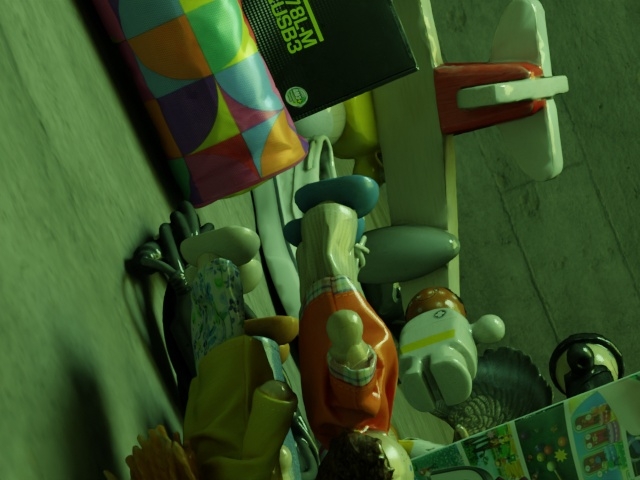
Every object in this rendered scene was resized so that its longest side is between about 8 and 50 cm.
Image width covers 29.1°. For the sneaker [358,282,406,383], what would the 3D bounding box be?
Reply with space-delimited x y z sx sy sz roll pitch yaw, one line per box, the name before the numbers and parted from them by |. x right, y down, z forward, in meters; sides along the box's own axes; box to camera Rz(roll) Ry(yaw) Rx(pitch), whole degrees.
sneaker | 0.114 0.073 1.613 0.283 0.124 0.107 59 10 -51

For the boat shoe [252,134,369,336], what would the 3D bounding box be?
boat shoe | 0.000 0.000 1.096 0.267 0.088 0.096 -104 170 -51

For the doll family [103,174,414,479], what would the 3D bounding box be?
doll family | -0.024 0.102 0.533 0.263 0.118 0.163 84 0 -60

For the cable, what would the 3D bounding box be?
cable | -0.052 0.070 0.698 0.150 0.047 0.184 -105 169 -76

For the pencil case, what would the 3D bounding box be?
pencil case | -0.092 -0.141 0.802 0.104 0.104 0.236 -84 152 -76

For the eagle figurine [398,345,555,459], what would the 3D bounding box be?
eagle figurine | 0.173 0.242 1.302 0.225 0.226 0.298 49 9 10

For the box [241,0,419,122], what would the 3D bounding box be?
box | -0.030 -0.206 1.110 0.045 0.184 0.190 -72 141 -78

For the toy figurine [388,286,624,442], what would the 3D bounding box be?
toy figurine | 0.124 0.151 0.965 0.148 0.209 0.213 -76 -173 -66

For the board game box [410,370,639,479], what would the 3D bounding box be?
board game box | 0.158 0.218 0.730 0.097 0.303 0.224 54 15 -64

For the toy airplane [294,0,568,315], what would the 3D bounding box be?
toy airplane | 0.078 -0.143 1.354 0.386 0.272 0.384 59 -36 33
